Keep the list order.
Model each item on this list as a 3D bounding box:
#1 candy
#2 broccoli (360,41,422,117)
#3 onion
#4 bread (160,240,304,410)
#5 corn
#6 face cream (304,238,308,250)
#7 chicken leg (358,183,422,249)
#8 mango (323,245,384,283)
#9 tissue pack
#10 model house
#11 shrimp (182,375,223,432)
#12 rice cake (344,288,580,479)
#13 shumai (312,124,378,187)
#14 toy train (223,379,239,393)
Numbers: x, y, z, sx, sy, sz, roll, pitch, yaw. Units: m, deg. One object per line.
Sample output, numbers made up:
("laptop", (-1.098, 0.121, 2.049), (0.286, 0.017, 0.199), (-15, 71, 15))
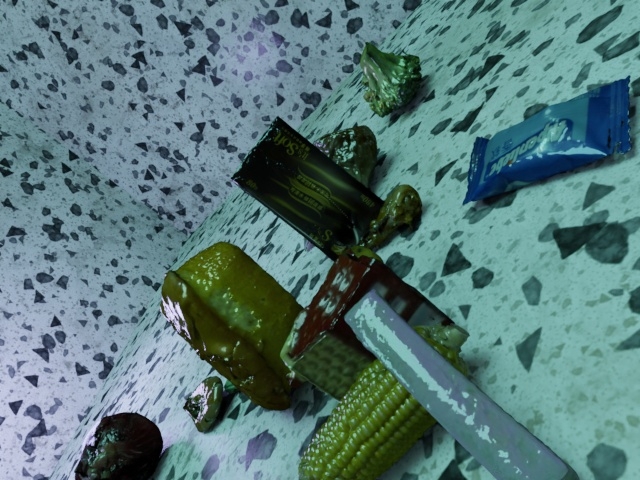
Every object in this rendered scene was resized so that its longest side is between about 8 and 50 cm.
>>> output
("candy", (0.404, -0.178, 0.946), (0.331, 0.077, 0.187), (-24, 40, 54))
("broccoli", (0.223, -0.568, 1.798), (0.248, 0.245, 0.288), (-64, 16, -10))
("onion", (-0.597, 0.638, 1.487), (0.281, 0.221, 0.281), (-51, 0, 0))
("bread", (-0.177, 0.196, 1.135), (0.215, 0.398, 0.398), (-45, 16, -21))
("corn", (0.094, 0.258, 0.761), (0.347, 0.130, 0.130), (-51, 19, 8))
("face cream", (-0.033, -0.067, 1.716), (0.224, 0.070, 0.114), (-85, 14, -59))
("chicken leg", (0.165, -0.039, 1.227), (0.207, 0.085, 0.101), (-53, 31, 24))
("mango", (0.065, 0.091, 1.179), (0.195, 0.098, 0.137), (-44, 24, 33))
("tissue pack", (-0.037, -0.129, 1.343), (0.210, 0.370, 0.198), (-52, 5, 2))
("model house", (0.065, 0.171, 0.884), (0.254, 0.196, 0.160), (-53, 19, -1))
("shrimp", (-0.333, 0.464, 1.437), (0.267, 0.061, 0.145), (-29, 52, 48))
("rice cake", (0.150, 0.183, 0.631), (0.073, 0.056, 0.365), (-48, 48, 1))
("shumai", (0.084, -0.175, 1.602), (0.346, 0.217, 0.283), (-51, 47, 41))
("toy train", (-0.201, 0.364, 1.364), (0.148, 0.038, 0.071), (-31, 30, 43))
